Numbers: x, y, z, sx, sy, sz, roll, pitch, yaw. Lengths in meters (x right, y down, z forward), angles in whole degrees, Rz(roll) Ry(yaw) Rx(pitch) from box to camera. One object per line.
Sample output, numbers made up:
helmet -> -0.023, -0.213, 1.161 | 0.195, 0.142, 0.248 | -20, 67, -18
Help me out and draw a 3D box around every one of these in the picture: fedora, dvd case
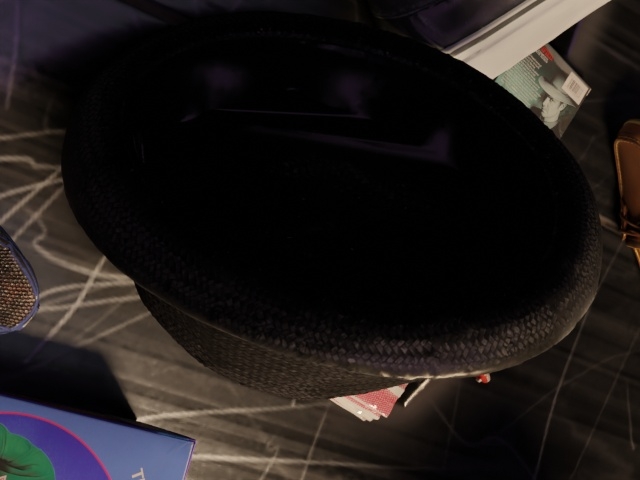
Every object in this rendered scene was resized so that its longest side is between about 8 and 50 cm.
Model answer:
fedora -> 0.000, 0.000, 0.955 | 0.334, 0.334, 0.152 | -17, 144, -30
dvd case -> 0.150, -0.092, 1.157 | 0.087, 0.013, 0.119 | 38, 82, -35

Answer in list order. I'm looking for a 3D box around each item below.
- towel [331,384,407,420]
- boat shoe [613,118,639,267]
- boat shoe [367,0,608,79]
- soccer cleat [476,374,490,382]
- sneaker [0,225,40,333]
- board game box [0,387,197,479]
towel -> 0.039, 0.020, 1.105 | 0.144, 0.029, 0.197 | 36, 79, -35
boat shoe -> 0.275, -0.016, 1.229 | 0.060, 0.064, 0.178 | -40, 124, -21
boat shoe -> 0.173, -0.235, 1.066 | 0.335, 0.121, 0.119 | -41, 126, -16
soccer cleat -> 0.116, 0.075, 1.168 | 0.035, 0.029, 0.083 | -39, 116, -15
sneaker -> -0.245, -0.010, 0.867 | 0.221, 0.087, 0.083 | 41, 80, -34
board game box -> -0.234, 0.259, 0.919 | 0.233, 0.078, 0.347 | 20, 82, -36
